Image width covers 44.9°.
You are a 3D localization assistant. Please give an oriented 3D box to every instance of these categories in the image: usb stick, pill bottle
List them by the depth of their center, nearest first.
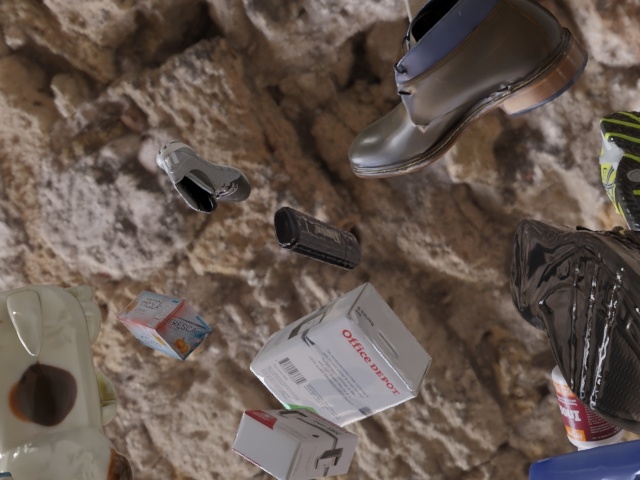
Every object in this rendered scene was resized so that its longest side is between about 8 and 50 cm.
[{"bbox_3d":[0.413,0.261,1.183,0.086,0.086,0.152,-36,-70,-65],"label":"pill bottle"},{"bbox_3d":[0.000,0.000,1.352,0.278,0.045,0.077,20,-123,-62],"label":"usb stick"}]

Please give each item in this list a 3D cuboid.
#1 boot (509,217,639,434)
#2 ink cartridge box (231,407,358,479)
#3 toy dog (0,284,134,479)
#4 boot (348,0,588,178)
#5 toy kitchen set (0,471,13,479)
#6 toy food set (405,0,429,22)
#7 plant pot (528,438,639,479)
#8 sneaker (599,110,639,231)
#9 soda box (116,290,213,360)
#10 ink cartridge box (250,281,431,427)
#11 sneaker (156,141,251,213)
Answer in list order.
[{"bbox_3d":[0.349,0.063,0.697,0.377,0.284,0.138,-101,15,-80],"label":"boot"},{"bbox_3d":[-0.030,0.261,1.000,0.135,0.099,0.056,15,-86,-55],"label":"ink cartridge box"},{"bbox_3d":[-0.459,0.290,1.334,0.285,0.395,0.407,-10,-98,-36],"label":"toy dog"},{"bbox_3d":[0.081,-0.127,0.600,0.106,0.219,0.082,40,-135,-27],"label":"boot"},{"bbox_3d":[-0.457,0.311,0.928,0.122,0.207,0.166,4,-141,-33],"label":"toy kitchen set"},{"bbox_3d":[0.221,-0.424,1.215,0.092,0.306,0.219,5,-123,-20],"label":"toy food set"},{"bbox_3d":[0.374,0.361,0.817,0.236,0.236,0.212,37,-131,-21],"label":"plant pot"},{"bbox_3d":[0.604,-0.097,1.428,0.384,0.145,0.147,-74,-22,-52],"label":"sneaker"},{"bbox_3d":[-0.220,0.115,1.075,0.058,0.183,0.063,-46,-68,-21],"label":"soda box"},{"bbox_3d":[0.039,0.241,1.519,0.211,0.289,0.121,50,-142,-10],"label":"ink cartridge box"},{"bbox_3d":[-0.206,-0.090,1.464,0.229,0.086,0.132,23,-150,-47],"label":"sneaker"}]
